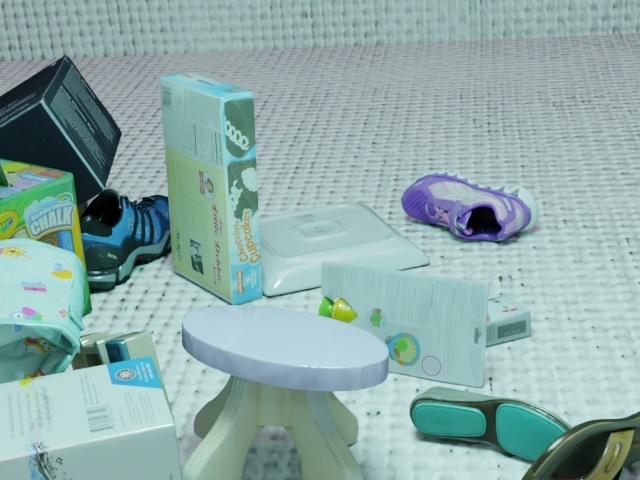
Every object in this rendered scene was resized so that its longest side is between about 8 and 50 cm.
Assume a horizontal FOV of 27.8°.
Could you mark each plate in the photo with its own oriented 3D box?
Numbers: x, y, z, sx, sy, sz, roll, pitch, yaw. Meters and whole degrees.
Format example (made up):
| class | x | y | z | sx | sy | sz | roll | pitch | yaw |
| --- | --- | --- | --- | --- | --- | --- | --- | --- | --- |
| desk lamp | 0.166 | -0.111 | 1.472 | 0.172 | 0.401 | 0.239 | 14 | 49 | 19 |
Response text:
| class | x | y | z | sx | sy | sz | roll | pitch | yaw |
| --- | --- | --- | --- | --- | --- | --- | --- | --- | --- |
| plate | 0.000 | 0.000 | 2.101 | 0.277 | 0.045 | 0.278 | -12 | 22 | -16 |

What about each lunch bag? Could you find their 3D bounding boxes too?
| class | x | y | z | sx | sy | sz | roll | pitch | yaw |
| --- | --- | --- | --- | --- | --- | --- | --- | --- | --- |
| lunch bag | -0.394 | 0.108 | 1.488 | 0.262 | 0.160 | 0.223 | -15 | 23 | -1 |

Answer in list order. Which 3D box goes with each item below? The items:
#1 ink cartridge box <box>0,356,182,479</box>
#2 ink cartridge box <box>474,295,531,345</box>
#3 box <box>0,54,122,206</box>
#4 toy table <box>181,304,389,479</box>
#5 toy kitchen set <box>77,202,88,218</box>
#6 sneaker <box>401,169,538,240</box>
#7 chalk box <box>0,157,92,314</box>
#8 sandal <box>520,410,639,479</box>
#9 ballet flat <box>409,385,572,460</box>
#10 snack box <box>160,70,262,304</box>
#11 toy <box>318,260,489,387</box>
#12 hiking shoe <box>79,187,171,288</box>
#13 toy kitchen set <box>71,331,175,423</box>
| class | x | y | z | sx | sy | sz | roll | pitch | yaw |
| --- | --- | --- | --- | --- | --- | --- | --- | --- | --- |
| ink cartridge box | -0.269 | 0.247 | 1.347 | 0.233 | 0.168 | 0.171 | -9 | 22 | -12 |
| ink cartridge box | 0.191 | 0.098 | 1.814 | 0.145 | 0.045 | 0.179 | -11 | 25 | -19 |
| box | -0.528 | -0.118 | 2.148 | 0.343 | 0.179 | 0.312 | -30 | 21 | 9 |
| toy table | -0.047 | 0.178 | 1.437 | 0.252 | 0.161 | 0.274 | -6 | 16 | -33 |
| toy kitchen set | -0.444 | -0.027 | 2.276 | 0.068 | 0.075 | 0.083 | -8 | -18 | -18 |
| sneaker | 0.232 | -0.049 | 2.125 | 0.236 | 0.095 | 0.104 | 10 | 33 | 30 |
| chalk box | -0.472 | -0.013 | 1.889 | 0.180 | 0.289 | 0.179 | 14 | 27 | 37 |
| sandal | 0.313 | 0.240 | 1.402 | 0.219 | 0.090 | 0.060 | -8 | 42 | -28 |
| ballet flat | 0.208 | 0.205 | 1.500 | 0.213 | 0.072 | 0.068 | 7 | 20 | 29 |
| snack box | -0.165 | -0.081 | 1.956 | 0.060 | 0.322 | 0.187 | -15 | 24 | -32 |
| toy | 0.112 | 0.104 | 1.699 | 0.237 | 0.137 | 0.056 | 7 | 11 | 24 |
| hiking shoe | -0.313 | -0.029 | 2.114 | 0.113 | 0.132 | 0.304 | 3 | 23 | 17 |
| toy kitchen set | -0.309 | 0.196 | 1.613 | 0.166 | 0.122 | 0.207 | -18 | 5 | -30 |
